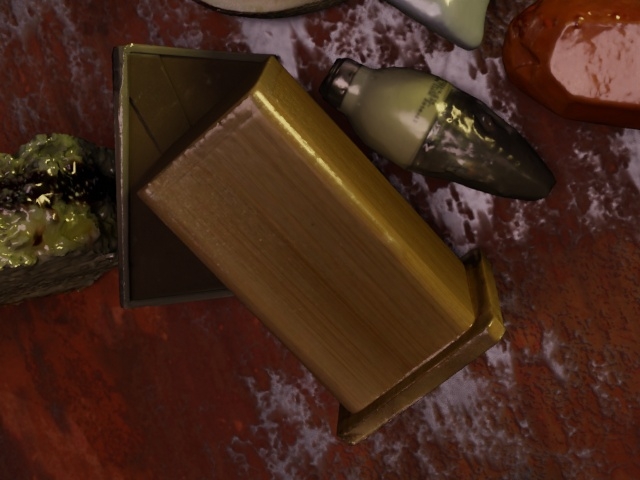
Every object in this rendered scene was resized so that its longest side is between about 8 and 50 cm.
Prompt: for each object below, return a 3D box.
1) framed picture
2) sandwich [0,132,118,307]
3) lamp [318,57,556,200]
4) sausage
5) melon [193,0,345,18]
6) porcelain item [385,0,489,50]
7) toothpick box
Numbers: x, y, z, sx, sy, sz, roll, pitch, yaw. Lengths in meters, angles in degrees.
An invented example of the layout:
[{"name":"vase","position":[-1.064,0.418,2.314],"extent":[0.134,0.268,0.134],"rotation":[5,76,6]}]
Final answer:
[{"name":"framed picture","position":[-0.121,-0.064,1.016],"extent":[0.023,0.189,0.260],"rotation":[9,102,50]},{"name":"sandwich","position":[-0.346,-0.004,1.011],"extent":[0.325,0.262,0.131],"rotation":[-13,82,-17]},{"name":"lamp","position":[0.114,-0.106,0.981],"extent":[0.250,0.101,0.101],"rotation":[28,103,2]},{"name":"sausage","position":[0.295,-0.162,0.910],"extent":[0.258,0.133,0.133],"rotation":[9,99,11]},{"name":"melon","position":[-0.066,-0.269,1.036],"extent":[0.182,0.054,0.098],"rotation":[-14,87,16]},{"name":"porcelain item","position":[0.169,-0.388,0.890],"extent":[0.242,0.178,0.405],"rotation":[34,104,8]},{"name":"toothpick box","position":[0.000,0.000,0.933],"extent":[0.187,0.190,0.308],"rotation":[-39,104,18]}]
